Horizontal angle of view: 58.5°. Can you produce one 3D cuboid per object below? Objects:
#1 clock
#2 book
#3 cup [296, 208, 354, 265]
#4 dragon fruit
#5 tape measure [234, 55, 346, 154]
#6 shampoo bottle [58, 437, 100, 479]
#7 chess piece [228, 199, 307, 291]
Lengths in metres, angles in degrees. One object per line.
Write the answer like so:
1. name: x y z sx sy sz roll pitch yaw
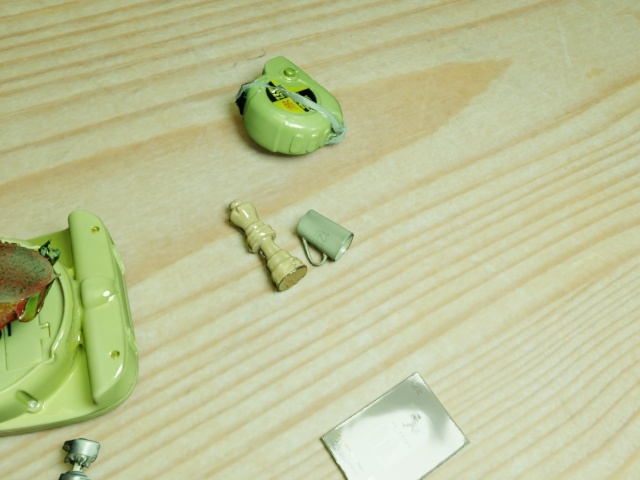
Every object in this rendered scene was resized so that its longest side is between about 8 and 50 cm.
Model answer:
1. clock: -0.438 0.122 0.772 0.349 0.117 0.286 -13 64 -14
2. book: 0.108 0.285 0.816 0.182 0.014 0.127 -29 69 -21
3. cup: 0.003 -0.002 0.945 0.083 0.074 0.054 33 26 14
4. dragon fruit: -0.406 0.065 0.681 0.175 0.142 0.138 -52 47 3
5. tape measure: -0.057 -0.228 1.023 0.200 0.106 0.175 41 50 12
6. shampoo bottle: -0.323 0.392 0.666 0.098 0.071 0.309 9 61 -2
7. chess piece: -0.094 0.000 0.922 0.060 0.060 0.172 -32 68 -22
